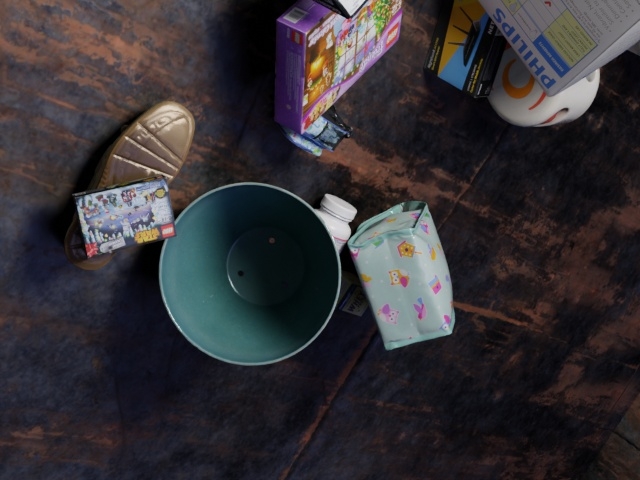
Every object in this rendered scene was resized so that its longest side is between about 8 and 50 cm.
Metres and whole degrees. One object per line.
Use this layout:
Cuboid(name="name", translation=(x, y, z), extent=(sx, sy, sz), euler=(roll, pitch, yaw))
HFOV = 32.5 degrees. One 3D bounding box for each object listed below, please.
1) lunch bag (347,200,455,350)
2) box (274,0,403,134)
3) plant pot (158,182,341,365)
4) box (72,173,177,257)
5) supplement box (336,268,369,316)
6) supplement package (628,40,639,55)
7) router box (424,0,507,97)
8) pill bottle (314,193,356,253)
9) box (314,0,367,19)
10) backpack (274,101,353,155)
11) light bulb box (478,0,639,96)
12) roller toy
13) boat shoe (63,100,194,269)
Cuboid(name="lunch bag", translation=(0.164, 0.056, 2.072), extent=(0.262, 0.160, 0.223), euler=(-53, 124, -70))
Cuboid(name="box", translation=(0.034, -0.326, 1.706), extent=(0.293, 0.057, 0.201), euler=(-48, 157, -34))
Cuboid(name="plant pot", translation=(-0.103, 0.049, 1.826), extent=(0.290, 0.290, 0.195), euler=(-55, 177, 6))
Cuboid(name="box", translation=(-0.284, -0.036, 1.603), extent=(0.137, 0.027, 0.094), euler=(-15, 110, -18))
Cuboid(name="supplement box", translation=(0.048, 0.097, 2.130), extent=(0.083, 0.083, 0.056), euler=(21, 104, -51))
Cuboid(name="supplement package", translation=(0.738, -0.516, 2.231), extent=(0.263, 0.198, 0.199), euler=(-44, 141, -9))
Cuboid(name="router box", translation=(0.265, -0.360, 1.939), extent=(0.046, 0.133, 0.179), euler=(-10, 126, -41))
Cuboid(name="pill bottle", translation=(0.000, 0.000, 2.002), extent=(0.087, 0.087, 0.160), euler=(13, 110, -49))
Cuboid(name="box", translation=(0.024, -0.427, 1.575), extent=(0.175, 0.220, 0.051), euler=(-50, 136, -3))
Cuboid(name="backpack", translation=(-0.023, -0.199, 1.807), extent=(0.084, 0.105, 0.114), euler=(-47, 132, 13))
Cuboid(name="light bulb box", translation=(0.412, -0.479, 1.704), extent=(0.225, 0.358, 0.361), euler=(-32, 174, -24))
Cuboid(name="roller toy", translation=(0.422, -0.310, 2.088), extent=(0.146, 0.191, 0.209), euler=(-7, 124, -43))
Cuboid(name="boat shoe", translation=(-0.297, -0.091, 1.650), extent=(0.104, 0.089, 0.285), euler=(38, 88, -26))
